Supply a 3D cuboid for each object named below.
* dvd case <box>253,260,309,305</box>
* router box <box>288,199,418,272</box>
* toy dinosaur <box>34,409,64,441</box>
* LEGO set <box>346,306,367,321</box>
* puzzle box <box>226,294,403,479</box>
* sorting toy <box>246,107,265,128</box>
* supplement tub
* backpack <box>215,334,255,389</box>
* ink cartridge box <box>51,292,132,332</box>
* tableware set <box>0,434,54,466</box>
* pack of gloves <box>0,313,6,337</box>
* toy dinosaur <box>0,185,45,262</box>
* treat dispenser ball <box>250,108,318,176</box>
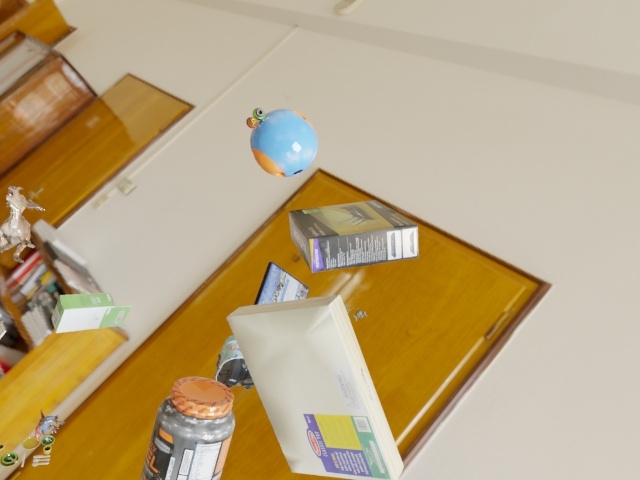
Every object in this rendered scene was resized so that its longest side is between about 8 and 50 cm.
[{"bbox_3d":[-0.142,0.213,1.911,0.022,0.180,0.253,-1,-29,37],"label":"dvd case"},{"bbox_3d":[0.065,-0.020,1.205,0.309,0.243,0.080,-130,-147,-71],"label":"router box"},{"bbox_3d":[-0.571,0.384,1.026,0.090,0.047,0.082,13,-12,12],"label":"toy dinosaur"},{"bbox_3d":[0.143,0.285,1.961,0.083,0.054,0.023,35,-2,1],"label":"LEGO set"},{"bbox_3d":[-0.014,0.316,1.046,0.272,0.052,0.408,-11,-75,34],"label":"puzzle box"},{"bbox_3d":[-0.250,-0.486,1.985,0.061,0.102,0.042,36,-18,-15],"label":"sorting toy"},{"bbox_3d":[-0.349,0.551,1.321,0.207,0.337,0.207,16,6,-2],"label":"supplement tub"},{"bbox_3d":[-0.335,0.519,2.179,0.225,0.191,0.253,9,-38,-16],"label":"backpack"},{"bbox_3d":[-0.721,0.225,1.581,0.209,0.109,0.062,2,42,-45],"label":"ink cartridge box"},{"bbox_3d":[-0.896,0.633,1.514,0.154,0.024,0.104,6,31,-22],"label":"tableware set"},{"bbox_3d":[-1.101,0.356,1.631,0.195,0.232,0.046,26,-12,46],"label":"pack of gloves"},{"bbox_3d":[-1.072,-0.048,1.772,0.127,0.200,0.296,18,-34,-31],"label":"toy dinosaur"},{"bbox_3d":[-0.154,-0.414,2.130,0.288,0.288,0.288,41,-13,12],"label":"treat dispenser ball"}]
